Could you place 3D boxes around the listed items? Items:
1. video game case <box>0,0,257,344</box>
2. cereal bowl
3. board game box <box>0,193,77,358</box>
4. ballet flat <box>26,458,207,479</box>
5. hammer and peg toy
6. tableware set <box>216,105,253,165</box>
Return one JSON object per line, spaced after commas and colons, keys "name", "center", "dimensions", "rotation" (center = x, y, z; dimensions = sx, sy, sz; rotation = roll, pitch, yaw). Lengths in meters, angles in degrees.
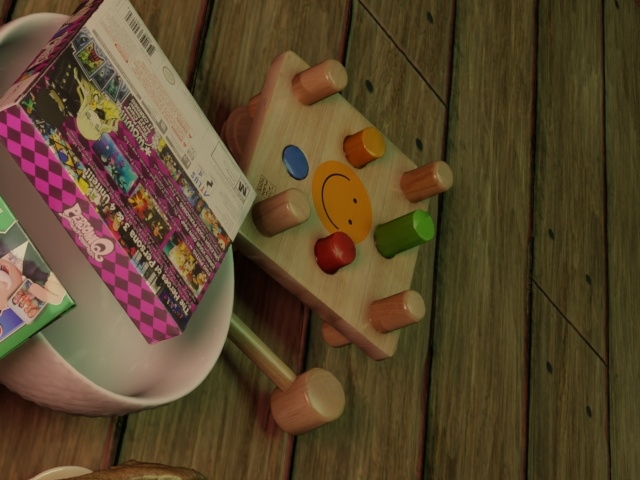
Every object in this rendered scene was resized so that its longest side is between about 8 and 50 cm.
{"name": "video game case", "center": [-0.153, -0.066, 1.332], "dimensions": [0.232, 0.042, 0.210], "rotation": [56, 31, -23]}
{"name": "cereal bowl", "center": [-0.224, -0.010, 1.364], "dimensions": [0.339, 0.141, 0.339], "rotation": [36, 45, -45]}
{"name": "board game box", "center": [-0.344, -0.023, 1.115], "dimensions": [0.213, 0.046, 0.317], "rotation": [-37, 102, -21]}
{"name": "ballet flat", "center": [-0.205, 0.224, 1.282], "dimensions": [0.342, 0.124, 0.116], "rotation": [-6, 113, -65]}
{"name": "hammer and peg toy", "center": [0.000, 0.000, 1.693], "dimensions": [0.266, 0.127, 0.361], "rotation": [41, 46, -29]}
{"name": "tableware set", "center": [-0.053, -0.058, 1.793], "dimensions": [0.194, 0.039, 0.128], "rotation": [59, 40, -11]}
